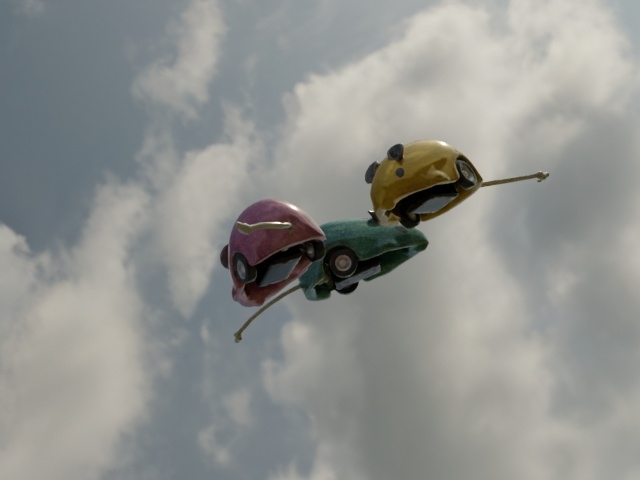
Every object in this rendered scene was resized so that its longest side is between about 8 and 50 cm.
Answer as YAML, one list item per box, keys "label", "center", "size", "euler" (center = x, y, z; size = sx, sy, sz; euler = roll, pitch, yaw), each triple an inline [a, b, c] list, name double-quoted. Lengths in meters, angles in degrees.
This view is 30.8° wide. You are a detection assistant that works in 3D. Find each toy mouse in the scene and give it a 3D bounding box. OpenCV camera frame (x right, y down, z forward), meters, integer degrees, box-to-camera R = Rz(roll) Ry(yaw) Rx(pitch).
- label: "toy mouse"
  center: [0.000, 0.000, 0.509]
  size: [0.161, 0.031, 0.143]
  euler: [-7, -25, -47]
